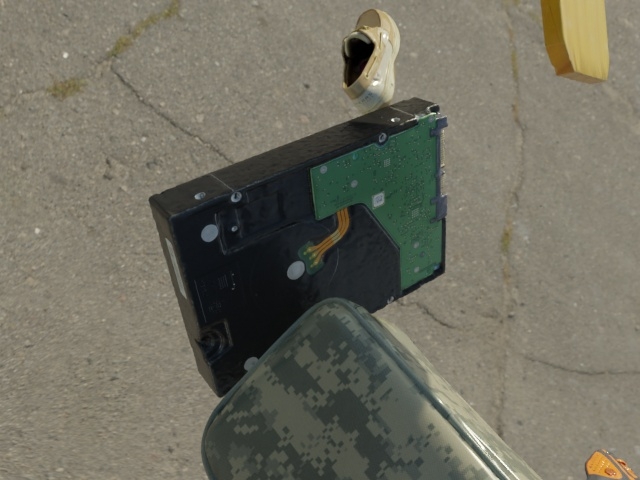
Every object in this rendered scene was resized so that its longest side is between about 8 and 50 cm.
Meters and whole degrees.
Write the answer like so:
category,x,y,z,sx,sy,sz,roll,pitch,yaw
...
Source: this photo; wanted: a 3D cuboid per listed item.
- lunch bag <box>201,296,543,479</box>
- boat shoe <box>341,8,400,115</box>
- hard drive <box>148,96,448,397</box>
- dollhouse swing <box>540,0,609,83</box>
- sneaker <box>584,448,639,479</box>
category,x,y,z,sx,sy,sz,roll,pitch,yaw
lunch bag,0.081,0.232,0.543,0.305,0.212,0.256,45,7,35
boat shoe,0.055,-0.226,0.729,0.059,0.063,0.170,32,46,-36
hard drive,0.000,0.000,0.682,0.339,0.064,0.237,-25,128,-24
dollhouse swing,0.318,-0.432,1.022,0.346,0.315,0.305,-15,114,-53
sneaker,0.586,0.443,1.077,0.321,0.180,0.125,11,100,-23
